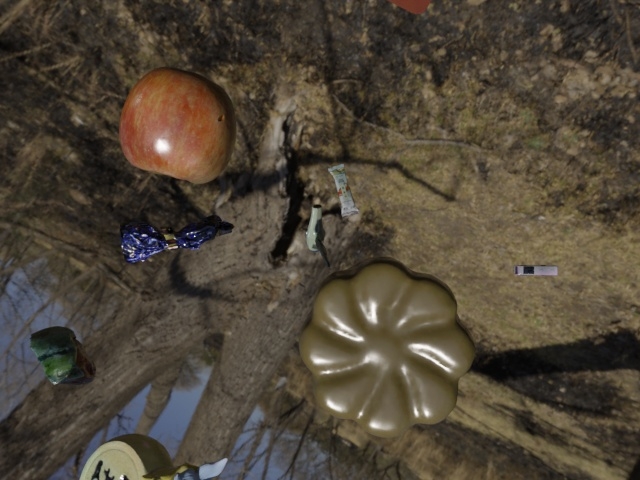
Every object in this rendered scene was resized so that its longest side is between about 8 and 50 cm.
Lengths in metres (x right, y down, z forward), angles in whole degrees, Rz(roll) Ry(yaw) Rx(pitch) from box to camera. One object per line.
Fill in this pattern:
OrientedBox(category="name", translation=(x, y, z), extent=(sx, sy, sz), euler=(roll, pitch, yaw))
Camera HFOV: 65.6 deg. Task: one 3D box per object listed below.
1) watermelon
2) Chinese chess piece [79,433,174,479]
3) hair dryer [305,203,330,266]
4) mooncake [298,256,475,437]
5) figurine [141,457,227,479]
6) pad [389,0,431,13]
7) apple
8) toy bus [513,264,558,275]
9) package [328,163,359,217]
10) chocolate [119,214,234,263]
OrientedBox(category="watermelon", translation=(-0.499, 0.233, 0.994), extent=(0.187, 0.071, 0.139), euler=(33, 157, 44))
OrientedBox(category="Chinese chess piece", translation=(-0.463, 0.593, 1.180), extent=(0.250, 0.250, 0.101), euler=(24, 175, 34))
OrientedBox(category="hair dryer", translation=(-0.003, -0.021, 1.571), extent=(0.199, 0.067, 0.167), euler=(-128, 34, -68))
OrientedBox(category="mooncake", translation=(0.134, 0.219, 1.059), extent=(0.378, 0.378, 0.201), euler=(34, 179, 2))
OrientedBox(category="figurine", translation=(-0.233, 0.443, 0.836), extent=(0.128, 0.208, 0.184), euler=(5, -153, -45))
OrientedBox(category="pad", translation=(0.143, -0.617, 1.111), extent=(0.267, 0.004, 0.181), euler=(25, 163, -6))
OrientedBox(category="apple", translation=(-0.234, -0.190, 0.829), extent=(0.188, 0.174, 0.188), euler=(17, -178, -1))
OrientedBox(category="toy bus", translation=(0.707, 0.098, 1.630), extent=(0.131, 0.037, 0.052), euler=(1, 180, 9))
OrientedBox(category="package", translation=(0.047, -0.103, 1.024), extent=(0.015, 0.037, 0.110), euler=(121, 133, -78))
OrientedBox(category="chocolate", translation=(-0.428, -0.010, 1.486), extent=(0.343, 0.126, 0.148), euler=(-6, 162, 0))
